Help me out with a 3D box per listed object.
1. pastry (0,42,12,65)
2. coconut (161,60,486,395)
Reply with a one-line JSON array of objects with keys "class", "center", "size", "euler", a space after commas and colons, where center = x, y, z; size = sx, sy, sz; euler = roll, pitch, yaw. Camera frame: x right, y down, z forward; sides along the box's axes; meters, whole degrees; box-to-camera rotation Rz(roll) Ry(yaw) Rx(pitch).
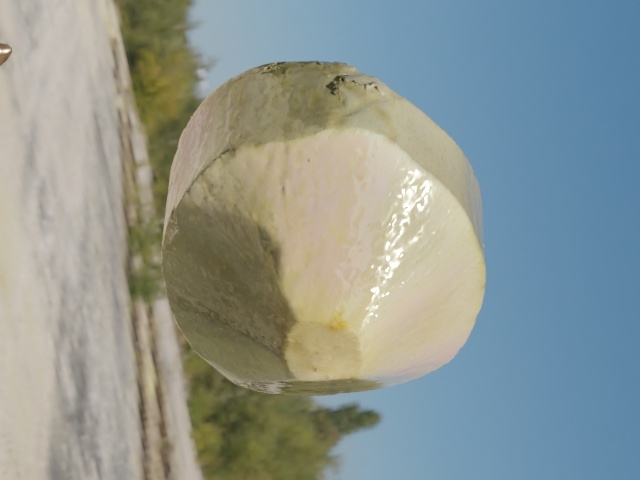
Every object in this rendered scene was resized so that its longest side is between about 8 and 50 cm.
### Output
[{"class": "pastry", "center": [-0.323, -0.118, 0.566], "size": [0.405, 0.292, 0.337], "euler": [10, 78, -59]}, {"class": "coconut", "center": [0.000, 0.000, 0.921], "size": [0.259, 0.259, 0.259], "euler": [168, -90, -84]}]
